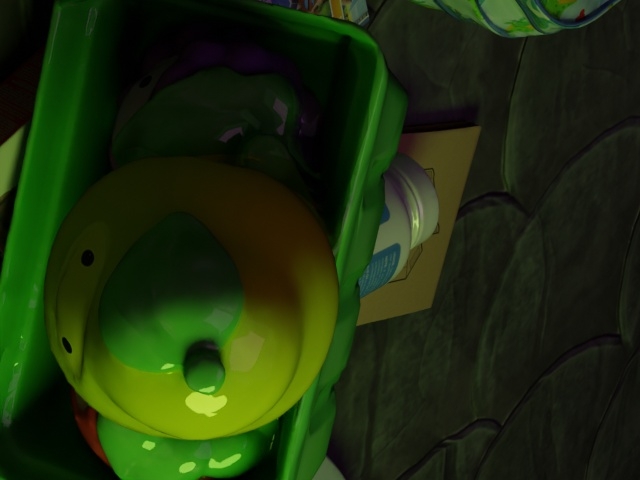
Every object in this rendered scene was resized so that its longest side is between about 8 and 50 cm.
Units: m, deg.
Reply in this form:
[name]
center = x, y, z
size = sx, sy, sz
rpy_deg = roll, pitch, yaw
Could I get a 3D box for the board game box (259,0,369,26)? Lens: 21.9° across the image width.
[board game box]
center = -0.030, -0.221, 1.314
size = 0.136, 0.035, 0.201
rpy_deg = -43, 141, -28

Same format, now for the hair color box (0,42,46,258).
[hair color box]
center = -0.193, -0.076, 1.178
size = 0.167, 0.053, 0.093
rpy_deg = -46, 143, -22

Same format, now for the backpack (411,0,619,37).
[backpack]
center = 0.150, -0.336, 1.321
size = 0.290, 0.273, 0.355
rpy_deg = -39, 152, -43

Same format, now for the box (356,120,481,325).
[box]
center = 0.079, -0.016, 1.613
size = 0.164, 0.021, 0.201
rpy_deg = -10, 121, -50

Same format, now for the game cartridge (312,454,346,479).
[game cartridge]
center = -0.047, 0.305, 1.633
size = 0.198, 0.062, 0.297
rpy_deg = -53, 145, -23

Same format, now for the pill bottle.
[pill bottle]
center = 0.000, 0.000, 1.424
size = 0.221, 0.124, 0.124
rpy_deg = -26, 132, -42

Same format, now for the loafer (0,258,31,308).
[loafer]
center = -0.219, 0.101, 1.238
size = 0.080, 0.078, 0.220
rpy_deg = -46, 142, -24

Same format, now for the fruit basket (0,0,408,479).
[fruit basket]
center = -0.095, 0.023, 1.051
size = 0.392, 0.283, 0.392
rpy_deg = -47, 146, -47
